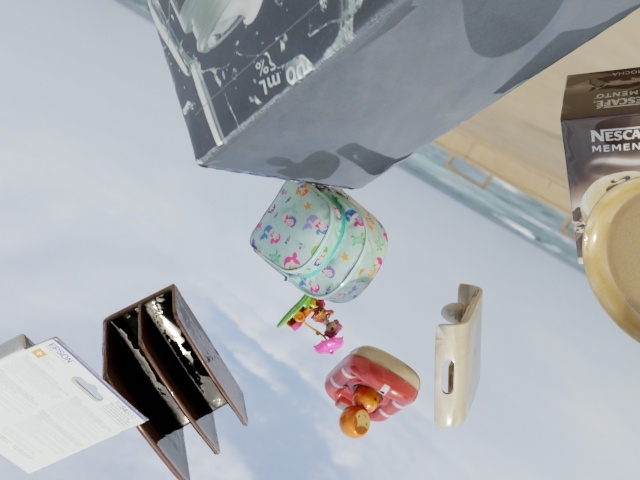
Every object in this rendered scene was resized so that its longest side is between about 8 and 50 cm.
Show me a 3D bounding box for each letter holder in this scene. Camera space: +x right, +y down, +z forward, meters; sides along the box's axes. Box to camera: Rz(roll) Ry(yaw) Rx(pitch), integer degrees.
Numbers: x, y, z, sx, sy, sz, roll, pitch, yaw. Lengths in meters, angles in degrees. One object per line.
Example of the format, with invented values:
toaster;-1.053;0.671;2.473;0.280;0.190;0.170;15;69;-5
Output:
letter holder;-0.261;0.274;1.216;0.301;0.152;0.214;64;177;-28

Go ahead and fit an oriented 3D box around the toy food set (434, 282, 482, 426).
toy food set;0.289;0.237;1.421;0.093;0.219;0.306;4;-166;21

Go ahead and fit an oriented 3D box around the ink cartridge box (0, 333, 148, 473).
ink cartridge box;-0.406;0.234;0.962;0.045;0.224;0.223;-103;-14;-52

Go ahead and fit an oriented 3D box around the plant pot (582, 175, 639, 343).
plant pot;0.423;0.031;0.782;0.032;0.236;0.236;-22;-140;-28

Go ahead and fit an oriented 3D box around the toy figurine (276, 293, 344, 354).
toy figurine;-0.002;0.217;1.701;0.159;0.130;0.173;44;-130;-3

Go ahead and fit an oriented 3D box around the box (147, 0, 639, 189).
box;0.054;-0.376;0.693;0.297;0.480;0.471;0;-116;-51

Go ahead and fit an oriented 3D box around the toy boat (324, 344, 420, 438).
toy boat;0.083;0.302;1.236;0.151;0.151;0.231;31;144;-2

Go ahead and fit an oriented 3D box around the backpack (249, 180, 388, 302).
backpack;0.000;0.000;1.341;0.253;0.225;0.191;39;-171;29

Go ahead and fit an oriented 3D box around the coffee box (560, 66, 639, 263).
coffee box;0.464;-0.103;0.984;0.168;0.118;0.297;-1;135;28
